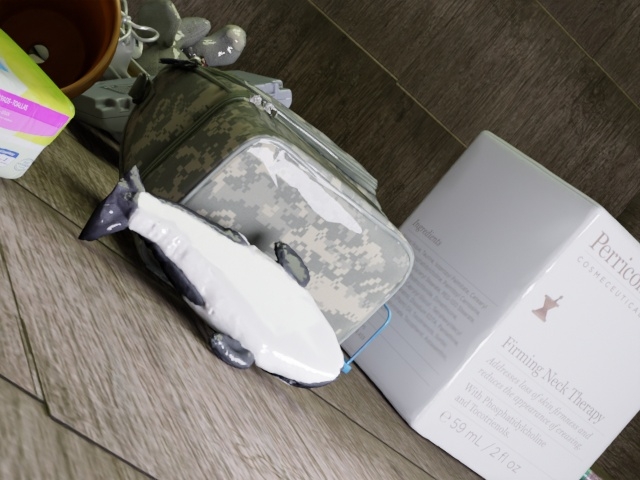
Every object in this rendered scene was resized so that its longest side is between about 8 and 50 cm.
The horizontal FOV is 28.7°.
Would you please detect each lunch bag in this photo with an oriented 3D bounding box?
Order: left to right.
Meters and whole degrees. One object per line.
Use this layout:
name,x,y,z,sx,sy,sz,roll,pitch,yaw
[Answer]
lunch bag,-0.076,-0.048,1.399,0.305,0.212,0.256,37,13,-35

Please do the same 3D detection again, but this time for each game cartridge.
game cartridge,-0.217,-0.207,1.834,0.297,0.062,0.198,-10,13,-28

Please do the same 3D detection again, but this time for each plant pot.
plant pot,-0.351,-0.254,1.546,0.205,0.205,0.188,40,-12,-3

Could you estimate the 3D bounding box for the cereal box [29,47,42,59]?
cereal box,-0.473,-0.308,1.916,0.173,0.047,0.240,43,3,16

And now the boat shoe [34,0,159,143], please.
boat shoe,-0.323,-0.296,1.906,0.367,0.156,0.136,55,12,-44

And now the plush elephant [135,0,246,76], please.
plush elephant,-0.251,-0.272,2.186,0.330,0.271,0.255,8,2,-22

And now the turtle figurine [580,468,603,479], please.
turtle figurine,0.412,0.378,2.307,0.234,0.118,0.175,46,3,-7

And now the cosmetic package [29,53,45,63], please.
cosmetic package,-0.402,-0.231,1.770,0.060,0.041,0.115,39,4,-13

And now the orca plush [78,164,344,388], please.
orca plush,-0.112,0.059,1.226,0.287,0.102,0.151,28,53,-24

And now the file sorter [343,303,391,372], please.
file sorter,-0.005,0.072,1.645,0.170,0.104,0.118,38,10,-38

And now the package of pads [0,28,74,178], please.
package of pads,-0.370,-0.186,1.074,0.296,0.101,0.229,43,5,11

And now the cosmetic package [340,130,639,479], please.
cosmetic package,0.286,0.118,1.858,0.329,0.393,0.327,37,5,-33
